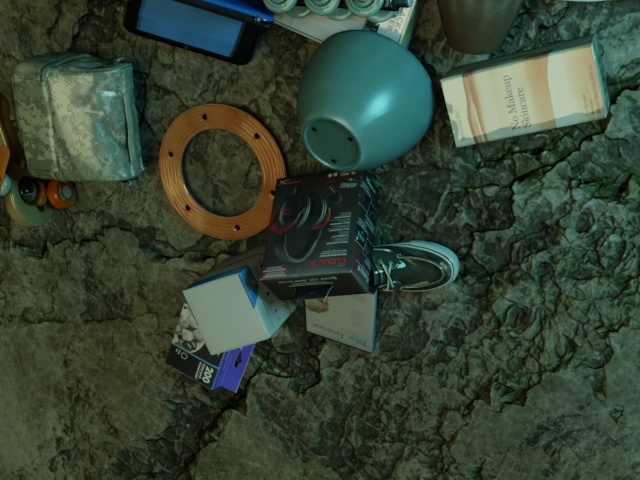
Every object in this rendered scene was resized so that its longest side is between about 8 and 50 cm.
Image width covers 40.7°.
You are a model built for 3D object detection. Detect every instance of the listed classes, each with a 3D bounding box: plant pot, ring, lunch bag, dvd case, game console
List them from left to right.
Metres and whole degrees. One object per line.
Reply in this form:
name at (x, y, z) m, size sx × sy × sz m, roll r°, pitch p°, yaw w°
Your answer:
lunch bag at (-0.553, -0.286, 2.043) m, size 0.256 × 0.212 × 0.305 m, roll 8°, pitch 113°, yaw 20°
game console at (-0.263, -0.450, 1.797) m, size 0.293 × 0.250 × 0.173 m, roll 14°, pitch 114°, yaw -13°
ring at (-0.232, -0.164, 2.065) m, size 0.337 × 0.032 × 0.336 m, roll 8°, pitch 112°, yaw 20°
dvd case at (0.043, 0.164, 2.019) m, size 0.180 × 0.022 × 0.253 m, roll 17°, pitch 143°, yaw 15°
plant pot at (0.066, -0.252, 1.759) m, size 0.290 × 0.195 × 0.290 m, roll 20°, pitch 141°, yaw 17°
plant pot at (0.307, -0.482, 1.645) m, size 0.215 × 0.215 × 0.230 m, roll 12°, pitch 128°, yaw 17°

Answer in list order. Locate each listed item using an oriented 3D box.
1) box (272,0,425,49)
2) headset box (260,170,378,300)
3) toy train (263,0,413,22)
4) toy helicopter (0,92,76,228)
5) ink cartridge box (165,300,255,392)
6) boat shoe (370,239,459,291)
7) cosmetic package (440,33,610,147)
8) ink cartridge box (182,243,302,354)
box at (0.057, -0.485, 1.794) m, size 0.290 × 0.087 × 0.169 m, roll 27°, pitch 117°, yaw 10°
headset box at (0.000, 0.000, 1.889) m, size 0.218 × 0.293 × 0.110 m, roll -5°, pitch 149°, yaw 24°
toy train at (0.025, -0.528, 1.672) m, size 0.334 × 0.142 × 0.190 m, roll 9°, pitch 100°, yaw 21°
toy helicopter at (-0.777, -0.197, 2.154) m, size 0.140 × 0.235 × 0.355 m, roll -11°, pitch 105°, yaw 25°
ink cartridge box at (-0.287, 0.283, 2.250) m, size 0.208 × 0.045 × 0.206 m, roll 26°, pitch 116°, yaw 10°
boat shoe at (0.142, 0.071, 1.953) m, size 0.335 × 0.119 × 0.121 m, roll 0°, pitch 109°, yaw 22°
cosmetic package at (0.405, -0.293, 1.703) m, size 0.296 × 0.129 × 0.153 m, roll -11°, pitch 106°, yaw 25°
ink cartridge box at (-0.177, 0.131, 2.040) m, size 0.168 × 0.233 × 0.171 m, roll -19°, pitch 101°, yaw 25°
